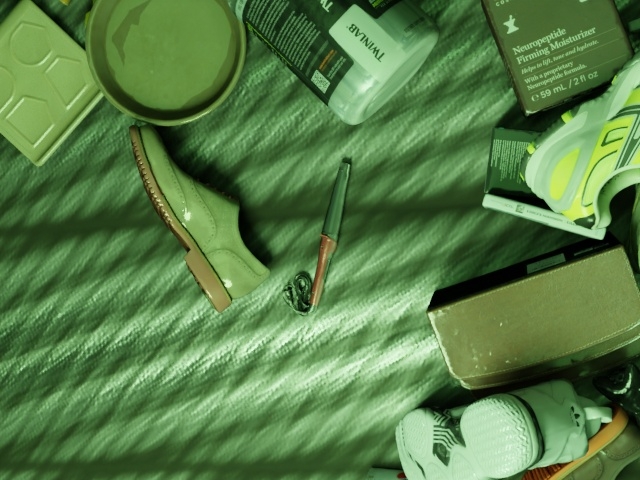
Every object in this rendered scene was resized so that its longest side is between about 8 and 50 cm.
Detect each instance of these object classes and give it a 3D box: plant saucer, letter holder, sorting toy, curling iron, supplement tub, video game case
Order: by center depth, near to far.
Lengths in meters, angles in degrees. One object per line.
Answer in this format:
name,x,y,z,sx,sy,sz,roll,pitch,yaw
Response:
video game case,0.330,-0.037,1.325,0.173,0.190,0.022,17,95,10
supplement tub,0.000,-0.360,1.355,0.338,0.207,0.207,45,103,4
letter holder,0.346,0.143,1.363,0.301,0.152,0.214,-20,93,14
curling iron,0.000,0.000,1.481,0.068,0.035,0.274,21,100,9
plant saucer,-0.258,-0.333,1.488,0.277,0.041,0.278,1,95,6
sorting toy,-0.475,-0.314,1.554,0.229,0.041,0.307,44,96,2

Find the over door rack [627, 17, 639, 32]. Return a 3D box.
over door rack,0.608,-0.353,1.259,0.324,0.108,0.240,-13,93,34

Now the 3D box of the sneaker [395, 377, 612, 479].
sneaker,0.275,0.305,1.364,0.210,0.366,0.137,-5,74,-26

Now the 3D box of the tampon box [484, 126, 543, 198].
tampon box,0.338,-0.115,1.350,0.161,0.120,0.102,8,96,11

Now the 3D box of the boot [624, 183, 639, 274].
boot,0.505,-0.043,1.298,0.077,0.165,0.213,12,100,10

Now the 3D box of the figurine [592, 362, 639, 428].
figurine,0.549,0.228,1.308,0.215,0.092,0.209,-38,105,27

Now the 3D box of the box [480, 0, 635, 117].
box,0.347,-0.305,1.305,0.168,0.167,0.203,-21,91,14

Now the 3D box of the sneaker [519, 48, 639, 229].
sneaker,0.455,-0.167,1.174,0.384,0.145,0.147,-44,63,22

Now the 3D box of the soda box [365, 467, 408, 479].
soda box,0.182,0.433,1.470,0.216,0.069,0.074,2,96,11

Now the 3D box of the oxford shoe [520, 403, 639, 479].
oxford shoe,0.404,0.385,1.405,0.098,0.097,0.271,45,103,-2

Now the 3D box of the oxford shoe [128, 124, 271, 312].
oxford shoe,-0.208,-0.056,1.497,0.130,0.123,0.348,-29,91,-9
